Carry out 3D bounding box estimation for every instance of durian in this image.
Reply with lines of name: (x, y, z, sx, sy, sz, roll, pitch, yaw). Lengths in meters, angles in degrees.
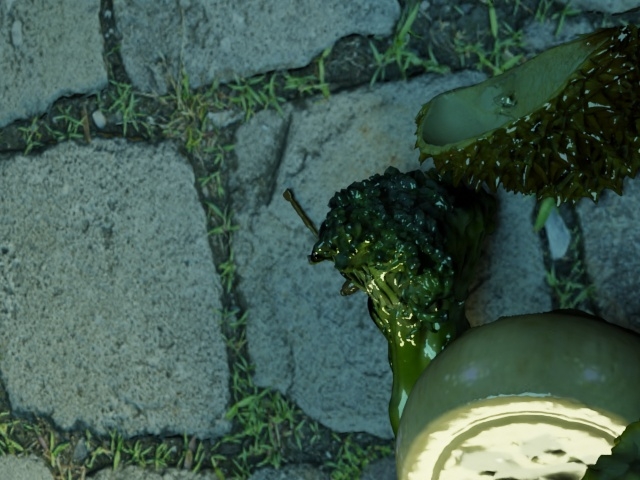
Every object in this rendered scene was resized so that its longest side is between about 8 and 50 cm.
durian: (0.178, -0.103, 1.430, 0.252, 0.144, 0.139, -29, 58, 40)

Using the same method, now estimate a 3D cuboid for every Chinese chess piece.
Chinese chess piece: (0.189, 0.177, 1.391, 0.257, 0.104, 0.257, 9, 129, 11)

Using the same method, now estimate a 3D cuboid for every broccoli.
broccoli: (0.081, 0.089, 1.514, 0.145, 0.165, 0.304, 0, 108, 28)

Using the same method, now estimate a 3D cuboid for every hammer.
hammer: (0.000, 0.000, 1.621, 0.029, 0.014, 0.123, -43, 69, 22)

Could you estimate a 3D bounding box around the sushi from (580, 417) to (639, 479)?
sushi: (0.377, 0.227, 1.125, 0.351, 0.240, 0.396, -40, 42, -4)
